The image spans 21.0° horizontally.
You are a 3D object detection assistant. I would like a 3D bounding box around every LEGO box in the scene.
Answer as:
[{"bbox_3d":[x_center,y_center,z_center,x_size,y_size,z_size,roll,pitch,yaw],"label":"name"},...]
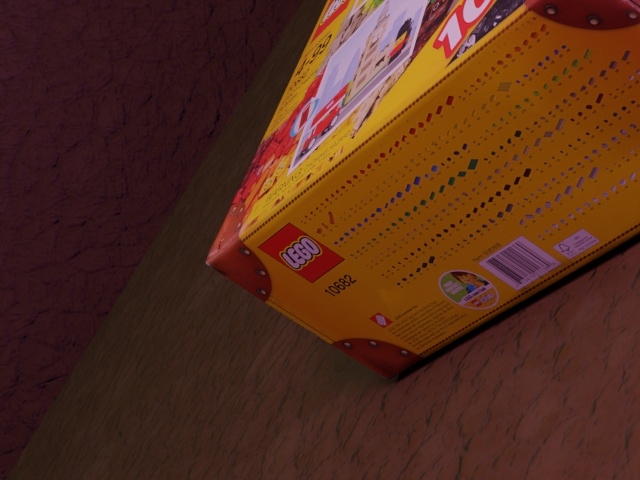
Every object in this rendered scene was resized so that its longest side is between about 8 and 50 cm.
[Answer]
[{"bbox_3d":[0.161,-0.161,1.301,0.500,0.193,0.372,-37,25,52],"label":"LEGO box"}]
